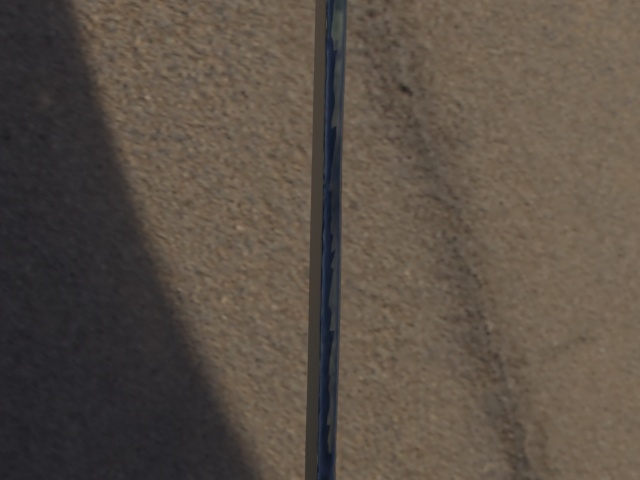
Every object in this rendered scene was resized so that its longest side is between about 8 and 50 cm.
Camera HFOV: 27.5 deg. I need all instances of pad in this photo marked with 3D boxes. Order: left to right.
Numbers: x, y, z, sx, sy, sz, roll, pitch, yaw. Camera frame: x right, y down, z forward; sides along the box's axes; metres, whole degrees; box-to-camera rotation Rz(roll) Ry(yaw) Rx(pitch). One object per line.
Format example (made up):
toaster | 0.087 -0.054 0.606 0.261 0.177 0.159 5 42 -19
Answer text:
pad | 0.000 0.000 0.291 0.247 0.007 0.367 95 -3 -81
